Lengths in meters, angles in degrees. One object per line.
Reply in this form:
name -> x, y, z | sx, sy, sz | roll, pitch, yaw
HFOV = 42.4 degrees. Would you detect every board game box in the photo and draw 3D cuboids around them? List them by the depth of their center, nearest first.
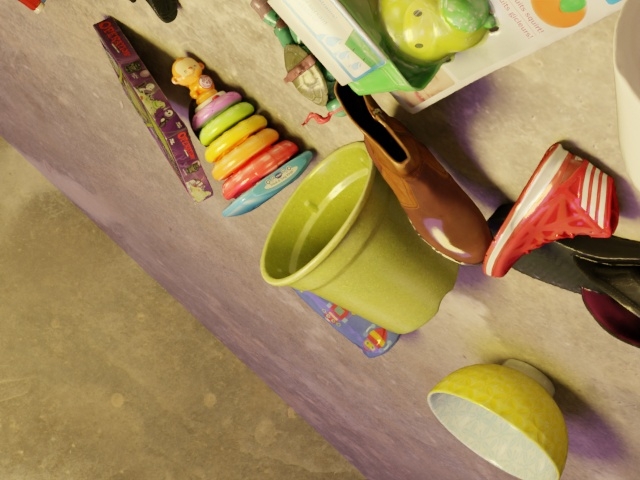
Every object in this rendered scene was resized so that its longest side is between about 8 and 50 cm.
board game box -> -0.320, -0.250, 1.581 | 0.347, 0.056, 0.208 | 54, 164, 30

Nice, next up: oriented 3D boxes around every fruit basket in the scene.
fruit basket -> 0.094, -0.292, 0.831 | 0.327, 0.165, 0.353 | 46, 155, -17

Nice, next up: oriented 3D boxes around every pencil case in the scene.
pencil case -> 0.047, 0.125, 1.802 | 0.306, 0.133, 0.119 | 42, 117, -9

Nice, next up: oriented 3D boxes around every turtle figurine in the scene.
turtle figurine -> 0.000, -0.253, 1.133 | 0.234, 0.118, 0.175 | 54, 145, -10

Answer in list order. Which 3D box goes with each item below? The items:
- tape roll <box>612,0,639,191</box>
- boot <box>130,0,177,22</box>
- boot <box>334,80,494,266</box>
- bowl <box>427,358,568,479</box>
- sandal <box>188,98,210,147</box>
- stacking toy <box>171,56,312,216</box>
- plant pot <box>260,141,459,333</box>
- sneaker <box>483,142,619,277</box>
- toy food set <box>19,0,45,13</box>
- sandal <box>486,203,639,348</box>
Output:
tape roll -> 0.356, -0.118, 0.578 | 0.286, 0.286, 0.100 | 23, 153, 36
boot -> -0.299, -0.417, 1.386 | 0.099, 0.045, 0.121 | 6, 134, 51
boot -> 0.136, -0.089, 1.103 | 0.264, 0.096, 0.280 | 60, -174, 13
bowl -> 0.372, 0.328, 1.616 | 0.289, 0.156, 0.289 | 34, 158, 16
sandal -> -0.169, -0.196, 1.593 | 0.219, 0.090, 0.060 | 40, -178, -20
stacking toy -> -0.167, -0.206, 1.491 | 0.302, 0.175, 0.166 | 56, 158, -3
plant pot -> 0.082, 0.020, 1.383 | 0.254, 0.276, 0.276 | 36, 162, -23
sneaker -> 0.306, -0.009, 1.080 | 0.128, 0.087, 0.221 | 31, 135, 11
toy food set -> -0.526, -0.493, 1.528 | 0.104, 0.111, 0.232 | 38, 162, -31
sandal -> 0.407, 0.076, 1.122 | 0.446, 0.107, 0.167 | 21, 152, 42
